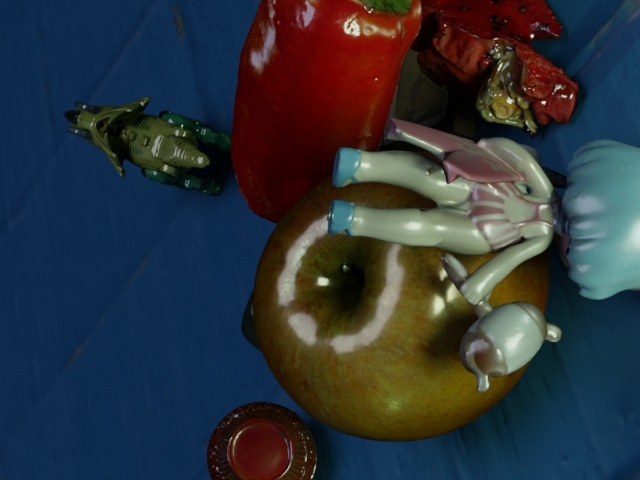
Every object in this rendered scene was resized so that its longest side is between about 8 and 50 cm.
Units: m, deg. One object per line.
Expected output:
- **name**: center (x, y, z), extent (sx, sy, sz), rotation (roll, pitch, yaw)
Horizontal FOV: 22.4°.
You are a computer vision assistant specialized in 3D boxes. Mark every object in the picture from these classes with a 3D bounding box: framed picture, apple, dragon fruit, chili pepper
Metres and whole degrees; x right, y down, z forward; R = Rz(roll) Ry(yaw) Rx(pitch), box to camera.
- **framed picture**: center (0.095, -0.157, 1.448), extent (0.128, 0.023, 0.168), rotation (-19, 60, 54)
- **apple**: center (0.067, 0.044, 1.255), extent (0.237, 0.207, 0.237), rotation (-10, 74, 37)
- **dragon fruit**: center (0.146, -0.149, 1.331), extent (0.192, 0.122, 0.092), rotation (46, 144, 38)
- **chili pepper**: center (0.009, -0.159, 1.263), extent (0.338, 0.131, 0.134), rotation (109, 174, -45)

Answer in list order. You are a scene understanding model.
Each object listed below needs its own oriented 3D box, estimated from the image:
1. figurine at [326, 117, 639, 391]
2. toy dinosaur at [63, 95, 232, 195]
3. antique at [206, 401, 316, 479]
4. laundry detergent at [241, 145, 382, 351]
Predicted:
- **figurine**: center (0.132, -0.002, 1.098), extent (0.103, 0.260, 0.205), rotation (109, 168, -62)
- **toy dinosaur**: center (-0.159, -0.098, 1.720), extent (0.259, 0.153, 0.094), rotation (20, 95, 50)
- **antique**: center (-0.052, 0.194, 1.447), extent (0.104, 0.104, 0.104), rotation (-32, 50, 48)
- **laundry detergent**: center (0.000, 0.000, 1.462), extent (0.144, 0.078, 0.222), rotation (25, 101, 57)
